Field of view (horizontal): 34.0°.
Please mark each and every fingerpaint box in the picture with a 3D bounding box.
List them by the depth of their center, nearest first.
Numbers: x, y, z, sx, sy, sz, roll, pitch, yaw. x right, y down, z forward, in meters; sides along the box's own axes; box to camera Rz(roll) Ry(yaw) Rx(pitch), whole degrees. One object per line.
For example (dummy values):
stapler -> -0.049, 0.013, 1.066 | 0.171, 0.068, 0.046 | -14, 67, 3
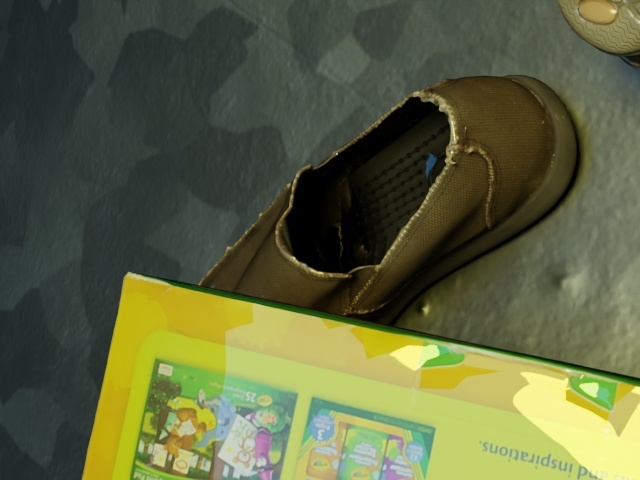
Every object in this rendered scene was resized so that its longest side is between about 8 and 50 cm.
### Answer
fingerpaint box -> 0.084, 0.240, 0.522 | 0.444, 0.163, 0.371 | 9, 86, 27

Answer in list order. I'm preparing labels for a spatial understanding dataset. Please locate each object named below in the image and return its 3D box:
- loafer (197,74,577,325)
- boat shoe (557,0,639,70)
loafer -> 0.000, 0.000, 0.733 | 0.366, 0.130, 0.134 | -42, 57, 29
boat shoe -> 0.243, -0.239, 0.571 | 0.123, 0.116, 0.324 | 36, 100, 47
